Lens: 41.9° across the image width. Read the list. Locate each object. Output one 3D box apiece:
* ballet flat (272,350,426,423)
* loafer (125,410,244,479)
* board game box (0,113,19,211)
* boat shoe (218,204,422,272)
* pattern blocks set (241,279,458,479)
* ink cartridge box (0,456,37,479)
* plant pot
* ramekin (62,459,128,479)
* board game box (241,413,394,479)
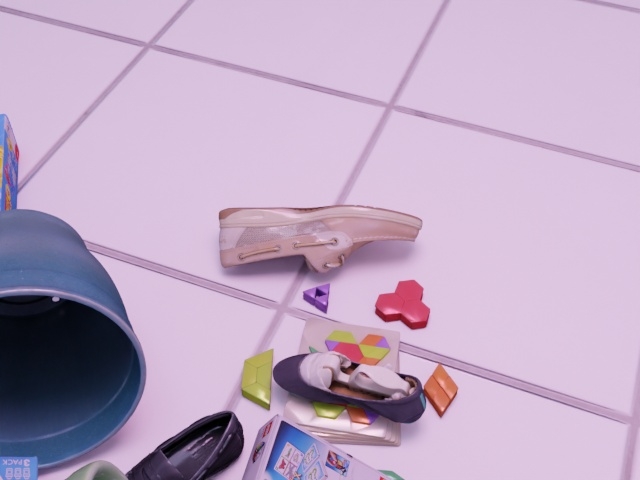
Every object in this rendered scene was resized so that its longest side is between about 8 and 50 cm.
[{"bbox_3d":[0.037,0.173,1.054,0.203,0.074,0.074,15,49,12],"label":"ballet flat"},{"bbox_3d":[-0.186,0.277,0.986,0.223,0.078,0.076,-33,56,-27],"label":"loafer"},{"bbox_3d":[-0.628,-0.050,1.271,0.308,0.086,0.302,-9,49,-9],"label":"board game box"},{"bbox_3d":[0.000,0.000,1.240,0.302,0.109,0.098,0,87,-2],"label":"boat shoe"},{"bbox_3d":[0.037,0.184,1.111,0.285,0.026,0.325,-4,48,-4],"label":"pattern blocks set"},{"bbox_3d":[-0.370,0.334,0.922,0.104,0.061,0.181,6,44,-24],"label":"ink cartridge box"},{"bbox_3d":[-0.369,0.098,1.039,0.271,0.272,0.255,-12,36,-12],"label":"plant pot"},{"bbox_3d":[-0.233,0.370,0.759,0.148,0.303,0.303,-16,49,-3],"label":"ramekin"},{"bbox_3d":[-0.016,0.354,0.863,0.193,0.053,0.305,33,43,-12],"label":"board game box"}]
